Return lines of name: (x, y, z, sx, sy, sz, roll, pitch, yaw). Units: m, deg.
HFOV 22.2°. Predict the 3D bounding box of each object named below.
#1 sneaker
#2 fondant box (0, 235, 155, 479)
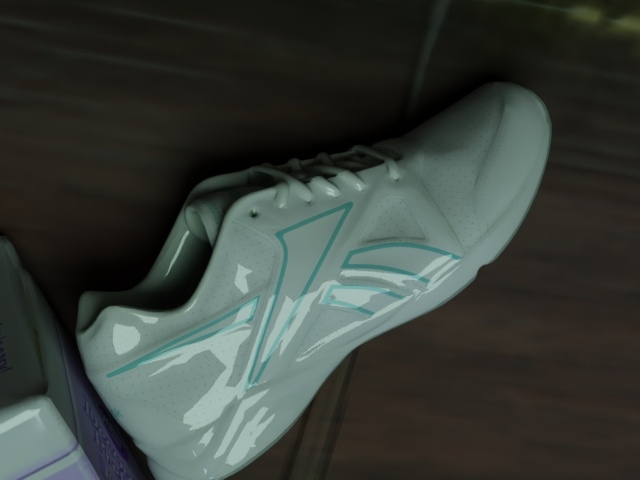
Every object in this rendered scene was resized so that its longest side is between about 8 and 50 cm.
sneaker: (0.000, 0.000, 0.448, 0.152, 0.054, 0.061, -40, 111, -10)
fondant box: (-0.177, 0.181, 0.471, 0.330, 0.096, 0.238, -28, 120, -3)
